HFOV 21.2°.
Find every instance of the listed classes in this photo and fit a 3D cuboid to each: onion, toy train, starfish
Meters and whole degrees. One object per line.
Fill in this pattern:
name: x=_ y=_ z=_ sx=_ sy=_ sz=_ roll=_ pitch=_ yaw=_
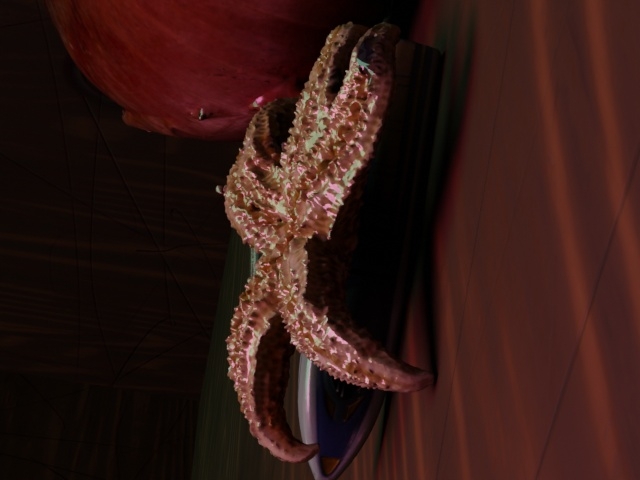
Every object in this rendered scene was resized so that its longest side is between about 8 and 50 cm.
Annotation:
onion: x=-0.060 y=-0.232 z=1.162 sx=0.353 sy=0.354 sz=0.353 roll=-171 pitch=90 yaw=-85
toy train: x=0.026 y=0.012 z=0.963 sx=0.048 sy=0.055 sz=0.251 roll=158 pitch=121 yaw=-73
starfish: x=-0.002 y=0.000 z=0.894 sx=0.216 sy=0.071 sz=0.238 roll=-138 pitch=58 yaw=-67

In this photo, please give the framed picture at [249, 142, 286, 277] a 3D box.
framed picture: x=-0.049 y=-0.126 z=1.828 sx=0.326 sy=0.028 sz=0.446 roll=123 pitch=147 yaw=-77
